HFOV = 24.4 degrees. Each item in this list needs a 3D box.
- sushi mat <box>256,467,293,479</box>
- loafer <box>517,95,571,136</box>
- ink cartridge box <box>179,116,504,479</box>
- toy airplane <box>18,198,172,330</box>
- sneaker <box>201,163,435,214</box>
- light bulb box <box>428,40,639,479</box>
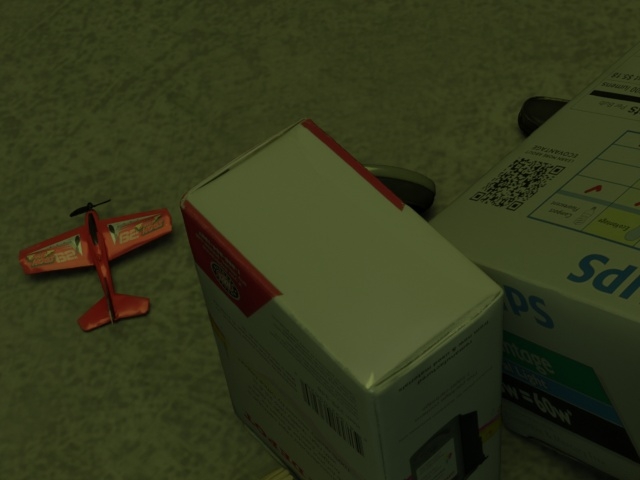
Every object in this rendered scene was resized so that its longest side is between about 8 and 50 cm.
[{"bbox_3d":[-0.109,0.294,1.137,0.316,0.019,0.151,-26,55,-33],"label":"sushi mat"},{"bbox_3d":[0.267,-0.107,1.396,0.170,0.061,0.062,18,61,20],"label":"loafer"},{"bbox_3d":[0.024,0.090,1.144,0.131,0.306,0.226,-37,59,-18],"label":"ink cartridge box"},{"bbox_3d":[-0.203,0.023,1.390,0.151,0.028,0.151,-4,56,6],"label":"toy airplane"},{"bbox_3d":[0.000,0.000,1.362,0.222,0.083,0.118,-4,74,-4],"label":"sneaker"},{"bbox_3d":[0.331,0.010,1.127,0.361,0.225,0.358,-40,30,-18],"label":"light bulb box"}]
